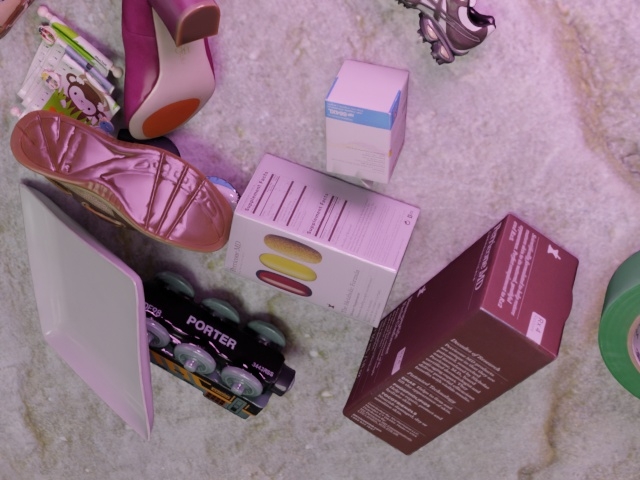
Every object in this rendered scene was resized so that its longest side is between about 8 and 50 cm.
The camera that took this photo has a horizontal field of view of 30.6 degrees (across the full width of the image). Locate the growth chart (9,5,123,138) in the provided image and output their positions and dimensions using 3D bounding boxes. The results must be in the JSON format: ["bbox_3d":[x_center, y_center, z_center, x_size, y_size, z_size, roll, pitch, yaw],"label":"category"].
[{"bbox_3d":[-0.368,-0.211,1.714,0.172,0.021,0.237,35,134,1],"label":"growth chart"}]

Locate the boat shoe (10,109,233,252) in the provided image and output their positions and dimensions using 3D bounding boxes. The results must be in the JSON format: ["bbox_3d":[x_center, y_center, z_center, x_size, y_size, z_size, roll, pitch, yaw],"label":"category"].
[{"bbox_3d":[-0.288,-0.079,1.718,0.341,0.123,0.123,23,167,-6],"label":"boat shoe"}]

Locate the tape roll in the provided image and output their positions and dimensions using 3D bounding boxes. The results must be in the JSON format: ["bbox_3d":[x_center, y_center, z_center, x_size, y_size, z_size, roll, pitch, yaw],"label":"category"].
[{"bbox_3d":[0.551,0.129,1.623,0.321,0.077,0.321,13,137,12],"label":"tape roll"}]

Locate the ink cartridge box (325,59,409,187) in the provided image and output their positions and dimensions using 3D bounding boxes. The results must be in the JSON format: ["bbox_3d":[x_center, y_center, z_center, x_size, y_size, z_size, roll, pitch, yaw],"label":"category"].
[{"bbox_3d":[0.060,-0.149,1.547,0.089,0.092,0.143,13,137,12],"label":"ink cartridge box"}]

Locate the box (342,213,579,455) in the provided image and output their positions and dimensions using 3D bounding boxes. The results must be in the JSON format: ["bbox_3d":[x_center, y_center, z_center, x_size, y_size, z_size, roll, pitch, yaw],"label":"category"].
[{"bbox_3d":[0.199,0.149,1.721,0.143,0.191,0.381,34,137,-11],"label":"box"}]

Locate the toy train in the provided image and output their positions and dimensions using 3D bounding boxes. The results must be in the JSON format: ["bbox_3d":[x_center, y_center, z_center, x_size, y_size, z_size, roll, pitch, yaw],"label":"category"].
[{"bbox_3d":[-0.205,0.181,1.992,0.333,0.142,0.190,29,148,-6],"label":"toy train"}]

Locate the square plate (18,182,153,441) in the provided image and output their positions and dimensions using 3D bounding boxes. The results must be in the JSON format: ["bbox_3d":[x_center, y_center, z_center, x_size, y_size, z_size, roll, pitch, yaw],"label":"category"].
[{"bbox_3d":[-0.375,0.112,1.928,0.347,0.049,0.344,35,137,37],"label":"square plate"}]

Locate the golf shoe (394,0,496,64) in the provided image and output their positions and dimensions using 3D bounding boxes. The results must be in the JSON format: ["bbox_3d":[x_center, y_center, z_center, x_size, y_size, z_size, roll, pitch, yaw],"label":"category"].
[{"bbox_3d":[0.134,-0.303,1.377,0.093,0.077,0.198,-22,129,27],"label":"golf shoe"}]

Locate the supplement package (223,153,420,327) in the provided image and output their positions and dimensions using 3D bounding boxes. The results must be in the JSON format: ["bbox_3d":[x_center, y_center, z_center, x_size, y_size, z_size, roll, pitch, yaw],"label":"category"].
[{"bbox_3d":[0.000,0.000,1.700,0.244,0.134,0.139,20,138,5],"label":"supplement package"}]

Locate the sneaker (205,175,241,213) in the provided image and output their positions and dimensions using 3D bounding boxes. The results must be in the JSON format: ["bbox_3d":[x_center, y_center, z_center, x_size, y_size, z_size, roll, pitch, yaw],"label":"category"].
[{"bbox_3d":[-0.211,-0.050,1.787,0.190,0.083,0.071,1,132,22],"label":"sneaker"}]

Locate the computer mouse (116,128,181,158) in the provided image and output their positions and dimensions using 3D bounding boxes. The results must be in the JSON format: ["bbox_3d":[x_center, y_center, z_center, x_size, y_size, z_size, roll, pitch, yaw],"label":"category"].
[{"bbox_3d":[-0.314,-0.150,1.770,0.242,0.041,0.071,18,131,17],"label":"computer mouse"}]

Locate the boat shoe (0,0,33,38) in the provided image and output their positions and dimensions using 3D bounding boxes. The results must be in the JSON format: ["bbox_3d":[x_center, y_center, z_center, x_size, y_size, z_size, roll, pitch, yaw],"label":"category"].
[{"bbox_3d":[-0.432,-0.340,1.557,0.123,0.116,0.324,35,138,-12],"label":"boat shoe"}]

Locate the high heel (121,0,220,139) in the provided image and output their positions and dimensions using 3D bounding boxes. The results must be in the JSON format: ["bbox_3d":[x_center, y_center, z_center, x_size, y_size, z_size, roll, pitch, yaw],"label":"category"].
[{"bbox_3d":[-0.218,-0.283,1.569,0.181,0.127,0.377,63,151,15],"label":"high heel"}]
